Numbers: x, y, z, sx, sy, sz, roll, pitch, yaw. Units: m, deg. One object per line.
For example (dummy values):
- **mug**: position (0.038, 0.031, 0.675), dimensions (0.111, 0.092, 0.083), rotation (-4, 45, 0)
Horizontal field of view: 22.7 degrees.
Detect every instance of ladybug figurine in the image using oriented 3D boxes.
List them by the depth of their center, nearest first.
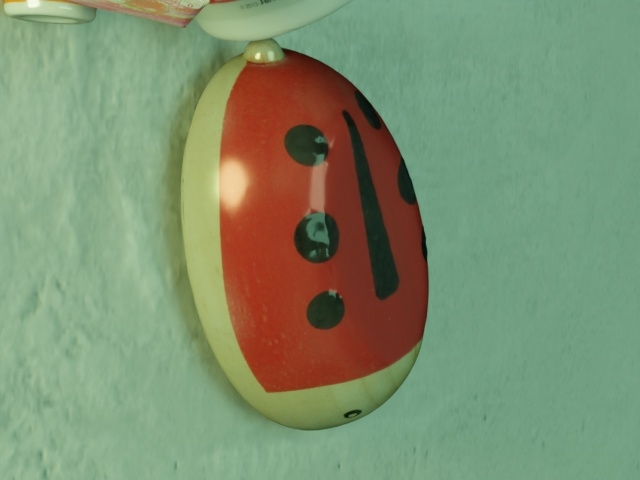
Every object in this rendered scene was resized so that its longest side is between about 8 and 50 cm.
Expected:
- **ladybug figurine**: position (0.000, 0.000, 1.719), dimensions (0.305, 0.161, 0.449), rotation (-36, 119, -41)

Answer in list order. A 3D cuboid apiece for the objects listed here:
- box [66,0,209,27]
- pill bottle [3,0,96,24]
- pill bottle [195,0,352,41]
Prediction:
- **box**: position (-0.233, -0.290, 1.338), dimensions (0.299, 0.142, 0.154), rotation (10, 84, -13)
- **pill bottle**: position (-0.245, -0.279, 1.472), dimensions (0.086, 0.086, 0.152), rotation (2, 92, -49)
- **pill bottle**: position (-0.095, -0.416, 1.525), dimensions (0.229, 0.229, 0.408), rotation (-49, 127, -35)
